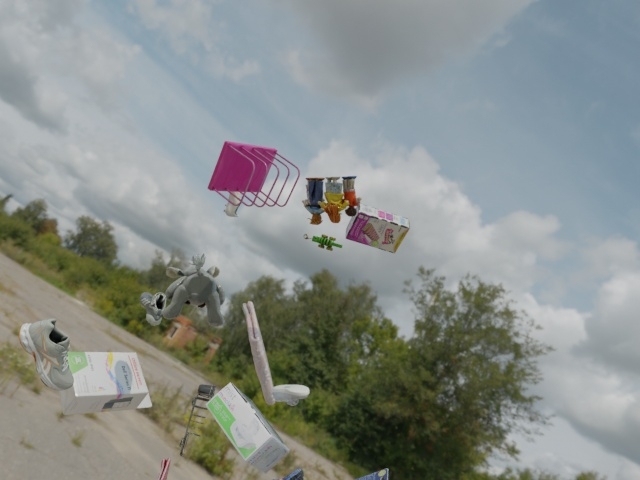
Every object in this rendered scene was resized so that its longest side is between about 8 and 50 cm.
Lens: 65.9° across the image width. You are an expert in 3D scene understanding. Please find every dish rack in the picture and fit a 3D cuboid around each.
[{"bbox_3d":[-0.474,0.687,1.892,0.074,0.271,0.208,16,-23,-7],"label":"dish rack"}]

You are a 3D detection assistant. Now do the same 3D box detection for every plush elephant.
[{"bbox_3d":[-0.584,0.218,2.304,0.272,0.329,0.255,5,-2,-17],"label":"plush elephant"}]

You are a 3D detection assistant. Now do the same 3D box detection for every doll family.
[{"bbox_3d":[0.010,-0.134,1.682,0.263,0.163,0.118,4,10,42],"label":"doll family"}]

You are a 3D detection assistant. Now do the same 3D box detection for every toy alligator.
[{"bbox_3d":[0.000,0.000,2.049,0.190,0.056,0.051,16,-5,26],"label":"toy alligator"}]

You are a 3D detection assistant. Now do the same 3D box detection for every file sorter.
[{"bbox_3d":[-0.250,-0.246,1.945,0.182,0.202,0.291,37,22,27],"label":"file sorter"}]

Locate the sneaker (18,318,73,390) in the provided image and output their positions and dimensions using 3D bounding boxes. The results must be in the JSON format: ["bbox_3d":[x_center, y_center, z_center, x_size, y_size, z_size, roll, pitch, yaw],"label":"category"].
[{"bbox_3d":[-0.858,0.371,1.605,0.099,0.121,0.262,-111,-179,-66],"label":"sneaker"}]

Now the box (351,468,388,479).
[{"bbox_3d":[0.094,0.731,1.410,0.036,0.225,0.136,66,10,1],"label":"box"}]

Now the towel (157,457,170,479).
[{"bbox_3d":[-0.529,0.859,1.551,0.031,0.274,0.199,13,14,-7],"label":"towel"}]

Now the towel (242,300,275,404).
[{"bbox_3d":[-0.258,0.463,2.063,0.317,0.054,0.331,-122,-161,-63],"label":"towel"}]

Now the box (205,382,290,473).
[{"bbox_3d":[-0.256,0.670,1.770,0.262,0.127,0.231,41,-15,32],"label":"box"}]

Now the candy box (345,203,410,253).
[{"bbox_3d":[0.242,-0.049,2.113,0.234,0.071,0.159,16,-50,-9],"label":"candy box"}]

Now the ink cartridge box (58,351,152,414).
[{"bbox_3d":[-0.811,0.545,1.918,0.354,0.119,0.207,15,31,-48],"label":"ink cartridge box"}]

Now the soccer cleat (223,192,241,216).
[{"bbox_3d":[-0.399,-0.206,2.328,0.076,0.196,0.068,14,8,6],"label":"soccer cleat"}]

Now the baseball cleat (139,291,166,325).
[{"bbox_3d":[-0.596,0.221,1.786,0.072,0.109,0.206,20,13,-37],"label":"baseball cleat"}]

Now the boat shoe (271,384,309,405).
[{"bbox_3d":[-0.105,0.547,1.737,0.184,0.063,0.066,-13,-3,40],"label":"boat shoe"}]

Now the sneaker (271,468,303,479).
[{"bbox_3d":[-0.171,1.040,2.100,0.087,0.221,0.083,33,-33,56],"label":"sneaker"}]
